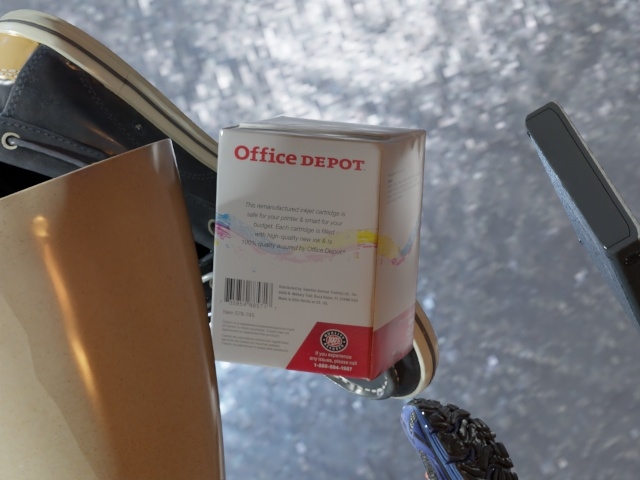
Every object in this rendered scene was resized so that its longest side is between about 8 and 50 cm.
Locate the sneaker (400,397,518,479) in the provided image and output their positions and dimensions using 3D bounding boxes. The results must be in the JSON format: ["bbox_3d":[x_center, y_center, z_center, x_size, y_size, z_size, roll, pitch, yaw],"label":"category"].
[{"bbox_3d":[0.113,0.223,1.449,0.087,0.083,0.221,-34,72,27],"label":"sneaker"}]

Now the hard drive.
[{"bbox_3d":[0.149,-0.002,0.973,0.094,0.022,0.135,62,-176,34],"label":"hard drive"}]

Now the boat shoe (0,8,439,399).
[{"bbox_3d":[-0.112,0.007,1.625,0.500,0.156,0.187,37,151,-19],"label":"boat shoe"}]

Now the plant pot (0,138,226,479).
[{"bbox_3d":[-0.167,0.107,1.203,0.256,0.256,0.274,-17,96,45],"label":"plant pot"}]

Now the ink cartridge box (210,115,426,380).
[{"bbox_3d":[0.000,0.000,1.405,0.128,0.127,0.176,7,101,18],"label":"ink cartridge box"}]
